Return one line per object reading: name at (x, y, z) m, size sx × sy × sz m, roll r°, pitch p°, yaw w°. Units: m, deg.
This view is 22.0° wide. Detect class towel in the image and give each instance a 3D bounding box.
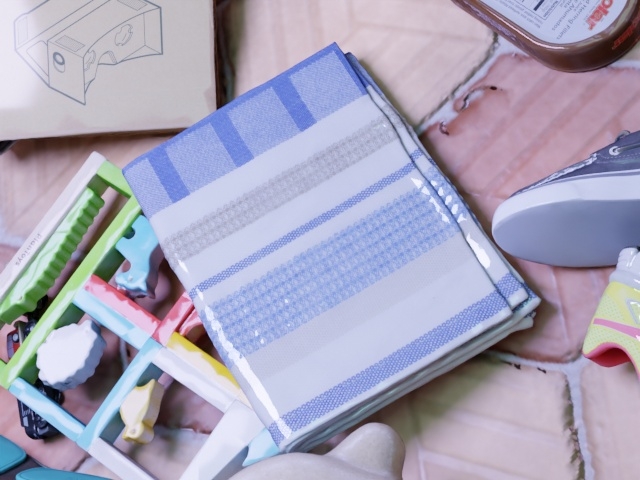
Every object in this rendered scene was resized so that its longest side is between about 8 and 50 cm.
towel at (0.000, 0.000, 1.195) m, size 0.209 × 0.034 × 0.285 m, roll -30°, pitch 59°, yaw -5°

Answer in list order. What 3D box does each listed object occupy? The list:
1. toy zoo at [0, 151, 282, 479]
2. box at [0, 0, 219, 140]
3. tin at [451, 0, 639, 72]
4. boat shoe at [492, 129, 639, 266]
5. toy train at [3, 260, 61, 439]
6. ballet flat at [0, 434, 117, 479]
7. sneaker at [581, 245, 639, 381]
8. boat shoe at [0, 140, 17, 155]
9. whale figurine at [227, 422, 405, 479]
toy zoo at (-0.120, 0.078, 1.236) m, size 0.293 × 0.030 × 0.192 m, roll 32°, pitch 82°, yaw 27°
box at (-0.182, -0.164, 1.320) m, size 0.201 × 0.021 × 0.164 m, roll -3°, pitch 86°, yaw 3°
tin at (0.159, -0.199, 1.221) m, size 0.189 × 0.040 × 0.106 m, roll 39°, pitch 95°, yaw 32°
boat shoe at (0.226, -0.044, 1.106) m, size 0.228 × 0.080 × 0.076 m, roll -15°, pitch 47°, yaw 24°
toy train at (-0.231, 0.084, 1.310) m, size 0.036 × 0.027 × 0.158 m, roll -27°, pitch 61°, yaw 27°
ballet flat at (-0.229, 0.195, 1.244) m, size 0.213 × 0.072 × 0.068 m, roll 14°, pitch 107°, yaw 33°
sneaker at (0.251, 0.091, 1.040) m, size 0.208 × 0.081 × 0.094 m, roll 37°, pitch 92°, yaw 42°
boat shoe at (-0.208, -0.158, 1.373) m, size 0.227 × 0.079 × 0.081 m, roll -41°, pitch 82°, yaw 1°
whale figurine at (0.044, 0.230, 1.073) m, size 0.272 × 0.141 × 0.216 m, roll -5°, pitch 67°, yaw -2°
